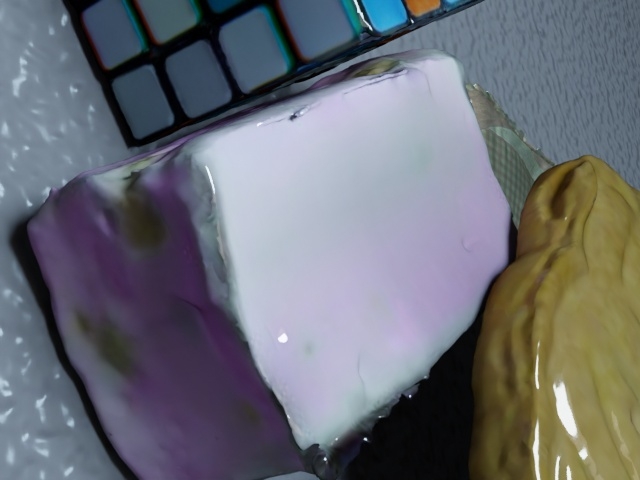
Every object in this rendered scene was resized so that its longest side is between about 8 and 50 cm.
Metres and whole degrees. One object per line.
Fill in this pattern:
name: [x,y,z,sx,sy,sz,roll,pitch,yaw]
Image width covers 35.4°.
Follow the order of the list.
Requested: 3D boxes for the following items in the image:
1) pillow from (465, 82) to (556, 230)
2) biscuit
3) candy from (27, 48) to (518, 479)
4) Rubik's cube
pillow: [0.165,-0.030,0.804,0.211,0.034,0.135,29,53,-45]
biscuit: [0.192,0.127,0.572,0.312,0.057,0.351,54,40,-18]
candy: [0.000,0.000,0.514,0.265,0.116,0.155,-34,104,-52]
Rubik's cube: [-0.027,-0.154,0.507,0.154,0.155,0.151,-35,105,-52]
